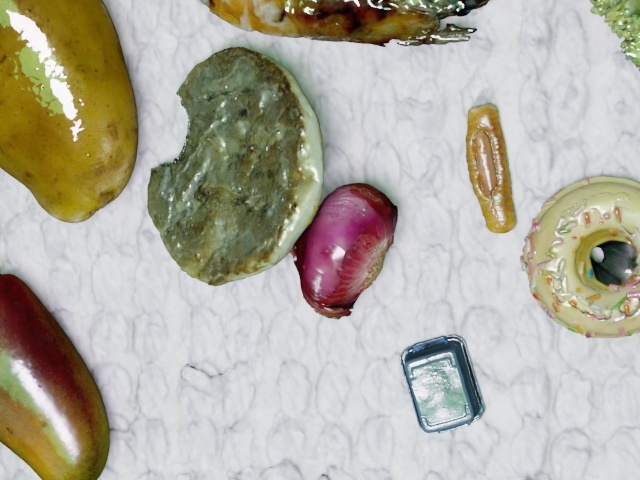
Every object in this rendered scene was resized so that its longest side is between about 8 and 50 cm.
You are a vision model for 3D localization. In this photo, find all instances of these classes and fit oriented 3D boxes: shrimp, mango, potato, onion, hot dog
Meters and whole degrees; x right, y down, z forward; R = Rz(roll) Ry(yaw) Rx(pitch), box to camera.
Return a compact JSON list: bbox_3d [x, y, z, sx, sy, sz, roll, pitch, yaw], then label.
[{"bbox_3d":[0.026,-0.320,1.360,0.364,0.071,0.233,5,90,14],"label":"shrimp"},{"bbox_3d":[-0.322,0.155,1.430,0.133,0.111,0.267,-32,88,-5],"label":"mango"},{"bbox_3d":[-0.315,-0.195,1.381,0.195,0.176,0.369,-30,94,-17],"label":"potato"},{"bbox_3d":[0.000,0.000,1.350,0.140,0.150,0.150,24,98,12],"label":"onion"},{"bbox_3d":[0.175,-0.074,1.374,0.044,0.028,0.137,-7,95,17],"label":"hot dog"}]

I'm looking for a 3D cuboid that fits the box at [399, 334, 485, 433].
[{"bbox_3d":[0.127,0.155,1.387,0.074,0.054,0.099,-17,92,8],"label":"box"}]

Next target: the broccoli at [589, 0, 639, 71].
[{"bbox_3d":[0.349,-0.287,1.251,0.198,0.176,0.226,28,134,8],"label":"broccoli"}]

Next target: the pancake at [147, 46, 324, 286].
[{"bbox_3d":[-0.089,-0.073,1.357,0.253,0.037,0.254,-8,77,39],"label":"pancake"}]

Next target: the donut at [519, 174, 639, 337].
[{"bbox_3d":[0.291,0.020,1.343,0.174,0.068,0.175,1,94,9],"label":"donut"}]
